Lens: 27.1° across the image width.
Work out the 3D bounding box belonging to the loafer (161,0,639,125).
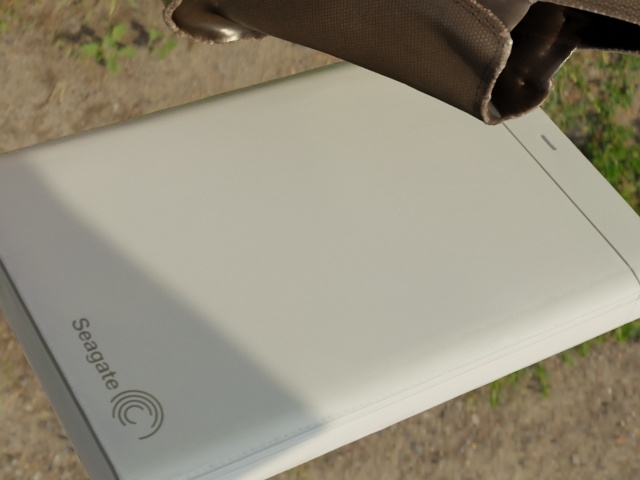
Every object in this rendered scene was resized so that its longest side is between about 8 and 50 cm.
[{"bbox_3d":[0.066,-0.125,0.660,0.366,0.134,0.130,0,85,28],"label":"loafer"}]

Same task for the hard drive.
[{"bbox_3d":[0.000,0.000,0.757,0.353,0.233,0.047,-19,146,-26],"label":"hard drive"}]
